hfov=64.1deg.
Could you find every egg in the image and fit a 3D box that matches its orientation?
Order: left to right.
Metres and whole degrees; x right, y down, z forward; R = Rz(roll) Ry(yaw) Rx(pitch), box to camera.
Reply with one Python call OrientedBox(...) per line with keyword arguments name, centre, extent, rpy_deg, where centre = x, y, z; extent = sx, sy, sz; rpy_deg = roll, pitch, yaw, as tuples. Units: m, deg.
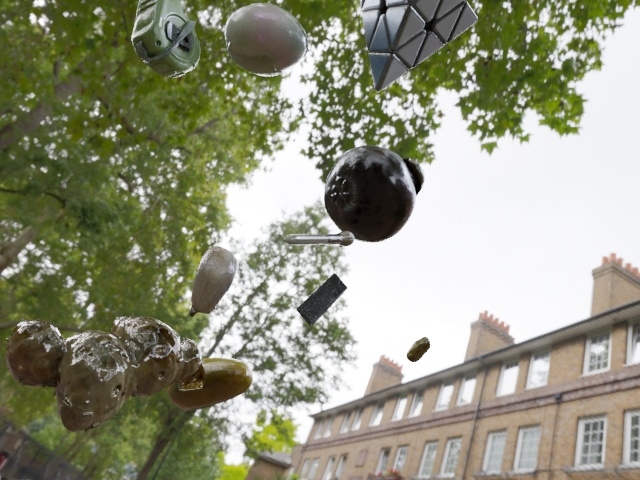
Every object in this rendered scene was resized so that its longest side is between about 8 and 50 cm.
OrientedBox(name="egg", centre=(-0.138, -0.535, 1.368), extent=(0.217, 0.183, 0.183), rpy_deg=(5, -38, 15))

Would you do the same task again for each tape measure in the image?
OrientedBox(name="tape measure", centre=(-0.362, -0.481, 1.214), extent=(0.106, 0.200, 0.175), rpy_deg=(-10, -25, 28))

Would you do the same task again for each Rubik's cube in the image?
OrientedBox(name="Rubik's cube", centre=(0.200, -0.517, 1.149), extent=(0.229, 0.233, 0.228), rpy_deg=(-14, -57, 32))

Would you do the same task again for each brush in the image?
OrientedBox(name="brush", centre=(0.000, 0.000, 1.126), extent=(0.042, 0.039, 0.299), rpy_deg=(-13, -4, 30))

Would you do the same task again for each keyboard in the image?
OrientedBox(name="keyboard", centre=(0.006, 0.132, 1.175), extent=(0.053, 0.155, 0.010), rpy_deg=(47, -41, 2))

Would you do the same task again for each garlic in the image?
OrientedBox(name="garlic", centre=(-0.242, 0.082, 1.171), extent=(0.087, 0.195, 0.101), rpy_deg=(22, -46, -13))

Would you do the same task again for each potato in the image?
OrientedBox(name="potato", centre=(0.257, 0.285, 1.340), extent=(0.040, 0.083, 0.051), rpy_deg=(30, -29, 46))

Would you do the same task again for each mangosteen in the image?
OrientedBox(name="mangosteen", centre=(0.162, -0.136, 1.552), extent=(0.300, 0.300, 0.300), rpy_deg=(18, -34, 12))

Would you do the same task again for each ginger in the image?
OrientedBox(name="ginger", centre=(-0.420, 0.247, 1.051), extent=(0.256, 0.375, 0.176), rpy_deg=(43, -61, 35))

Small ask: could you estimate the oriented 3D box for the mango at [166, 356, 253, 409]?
OrientedBox(name="mango", centre=(-0.294, 0.379, 1.371), extent=(0.262, 0.130, 0.167), rpy_deg=(-17, -10, 18))
